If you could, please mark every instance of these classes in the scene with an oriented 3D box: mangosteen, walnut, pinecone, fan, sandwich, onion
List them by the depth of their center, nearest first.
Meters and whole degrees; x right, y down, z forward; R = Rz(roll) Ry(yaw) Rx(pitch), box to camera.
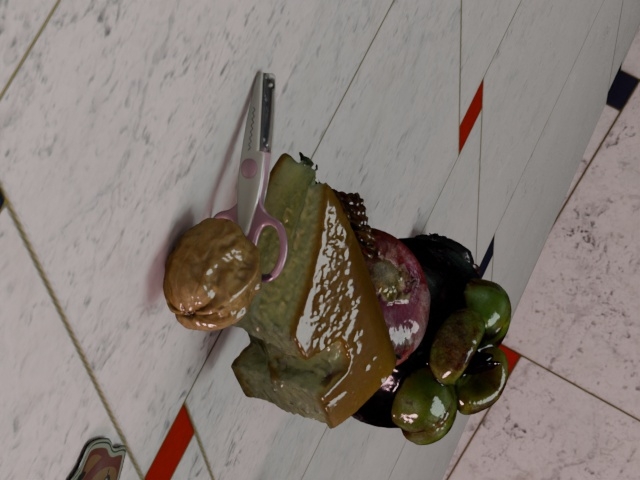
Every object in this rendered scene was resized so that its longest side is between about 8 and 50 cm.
[{"bbox_3d":[-0.087,0.028,1.489,0.096,0.083,0.079,-58,136,-38],"label":"walnut"},{"bbox_3d":[-0.192,0.237,1.554,0.132,0.009,0.220,-65,166,-12],"label":"fan"},{"bbox_3d":[-0.020,0.048,1.642,0.128,0.122,0.235,-42,134,-26],"label":"sandwich"},{"bbox_3d":[0.002,0.001,1.757,0.109,0.102,0.102,-62,170,21],"label":"pinecone"},{"bbox_3d":[0.023,0.073,1.893,0.195,0.159,0.159,-35,-160,54],"label":"onion"},{"bbox_3d":[0.102,0.111,2.037,0.243,0.243,0.243,22,90,-77],"label":"mangosteen"}]

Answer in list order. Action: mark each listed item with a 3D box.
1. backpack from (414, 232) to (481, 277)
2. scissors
[{"bbox_3d":[0.155,0.076,2.456,0.120,0.106,0.165,4,104,-81],"label":"backpack"},{"bbox_3d":[-0.056,-0.055,1.534,0.022,0.085,0.176,3,95,-56],"label":"scissors"}]
